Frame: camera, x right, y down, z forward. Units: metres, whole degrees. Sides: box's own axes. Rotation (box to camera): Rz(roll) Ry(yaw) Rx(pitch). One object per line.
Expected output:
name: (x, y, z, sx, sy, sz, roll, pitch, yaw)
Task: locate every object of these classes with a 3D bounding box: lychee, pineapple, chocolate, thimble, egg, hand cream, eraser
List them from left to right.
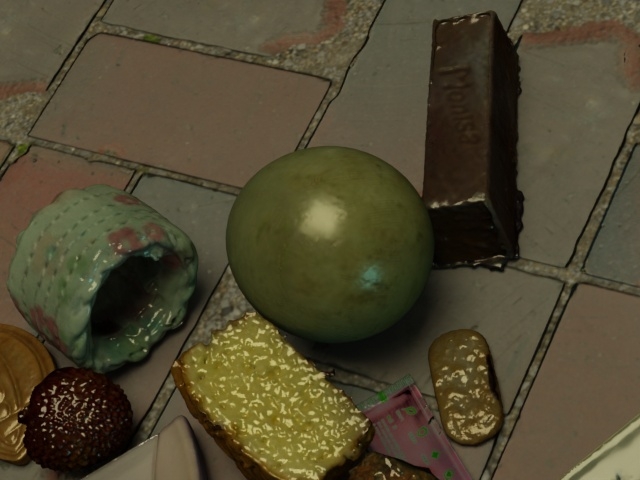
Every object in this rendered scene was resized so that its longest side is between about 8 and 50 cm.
lychee: (-0.278, 0.204, 1.770, 0.129, 0.123, 0.123, 2, 58, 23)
thimble: (-0.260, 0.049, 1.838, 0.149, 0.185, 0.211, 35, 102, 36)
eraser: (-0.192, 0.331, 1.690, 0.204, 0.059, 0.243, -29, 49, -3)
egg: (0.000, 0.000, 1.748, 0.218, 0.218, 0.295, -44, 25, -13)
pineapple: (0.052, 0.315, 1.574, 0.108, 0.108, 0.197, 19, 84, 28)
hand cream: (0.115, 0.260, 1.652, 0.079, 0.050, 0.275, -11, 44, -20)
chocolate: (0.178, -0.124, 1.845, 0.112, 0.112, 0.321, -5, 56, 17)

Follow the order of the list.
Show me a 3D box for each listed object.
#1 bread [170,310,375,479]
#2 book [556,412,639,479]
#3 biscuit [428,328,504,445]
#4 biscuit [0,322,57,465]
bread: (-0.041, 0.194, 1.684, 0.143, 0.139, 0.229, -41, 59, -11)
book: (0.293, 0.320, 1.525, 0.295, 0.020, 0.208, -38, 70, -9)
biscuit: (0.160, 0.159, 1.716, 0.071, 0.018, 0.147, -17, 54, 10)
biscuit: (-0.385, 0.178, 1.879, 0.142, 0.029, 0.220, -28, 52, -1)
